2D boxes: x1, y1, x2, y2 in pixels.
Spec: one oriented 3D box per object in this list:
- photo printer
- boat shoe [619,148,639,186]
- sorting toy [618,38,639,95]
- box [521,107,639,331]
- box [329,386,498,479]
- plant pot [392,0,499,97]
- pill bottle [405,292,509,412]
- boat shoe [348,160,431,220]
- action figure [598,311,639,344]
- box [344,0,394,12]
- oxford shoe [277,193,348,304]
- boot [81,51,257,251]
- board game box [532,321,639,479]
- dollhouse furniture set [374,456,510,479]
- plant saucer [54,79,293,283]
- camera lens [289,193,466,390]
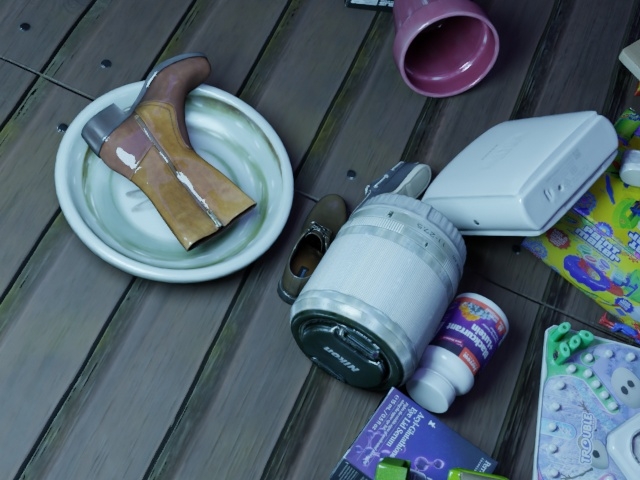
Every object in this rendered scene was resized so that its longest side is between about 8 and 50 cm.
[{"bbox_3d":[0.333,-0.115,1.902,0.256,0.307,0.107,-43,111,-22],"label":"photo printer"},{"bbox_3d":[0.612,-0.119,1.897,0.184,0.066,0.063,9,61,3],"label":"boat shoe"},{"bbox_3d":[0.771,-0.325,2.241,0.255,0.089,0.257,-31,72,-26],"label":"sorting toy"},{"bbox_3d":[0.577,-0.032,1.974,0.290,0.177,0.279,39,59,9],"label":"box"},{"bbox_3d":[0.144,0.358,1.686,0.207,0.108,0.153,34,58,8],"label":"box"},{"bbox_3d":[0.226,-0.410,2.111,0.201,0.201,0.180,-3,46,-15],"label":"plant pot"},{"bbox_3d":[0.224,0.188,1.803,0.108,0.108,0.193,35,59,8],"label":"pill bottle"},{"bbox_3d":[0.114,-0.078,1.966,0.065,0.075,0.206,26,54,38],"label":"boat shoe"},{"bbox_3d":[0.555,0.163,1.935,0.115,0.038,0.030,31,71,10],"label":"action figure"},{"bbox_3d":[0.139,-0.547,2.224,0.180,0.077,0.147,3,60,-12],"label":"box"},{"bbox_3d":[0.000,0.000,1.866,0.082,0.096,0.227,21,56,1],"label":"oxford shoe"},{"bbox_3d":[-0.208,-0.154,1.788,0.280,0.096,0.264,44,60,12],"label":"boot"},{"bbox_3d":[0.555,0.352,1.822,0.389,0.050,0.390,15,59,-5],"label":"board game box"},{"bbox_3d":[0.153,0.470,1.515,0.197,0.151,0.302,10,86,7],"label":"dollhouse furniture set"},{"bbox_3d":[-0.248,-0.090,1.855,0.400,0.100,0.401,6,60,-10],"label":"plant saucer"},{"bbox_3d":[0.094,0.088,1.764,0.219,0.219,0.274,30,58,4],"label":"camera lens"}]
